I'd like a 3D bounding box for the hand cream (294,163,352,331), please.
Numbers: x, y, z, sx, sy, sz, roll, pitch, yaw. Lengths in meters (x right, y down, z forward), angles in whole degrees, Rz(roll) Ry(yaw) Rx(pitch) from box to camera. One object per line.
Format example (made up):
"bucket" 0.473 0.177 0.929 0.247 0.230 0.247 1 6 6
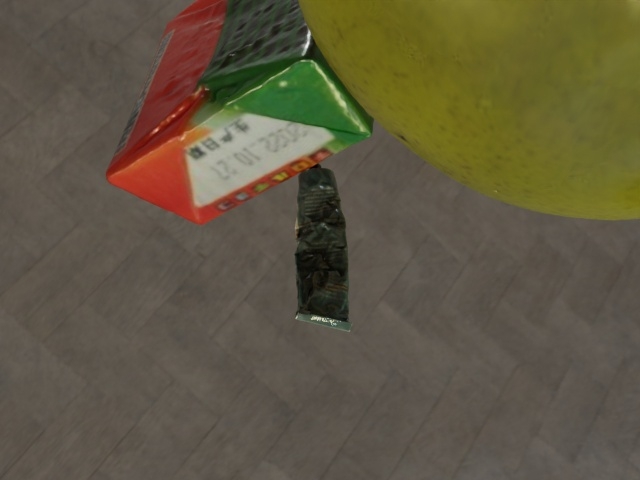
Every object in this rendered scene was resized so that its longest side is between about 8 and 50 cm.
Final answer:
"hand cream" 0.000 0.000 1.224 0.075 0.052 0.248 0 57 -5

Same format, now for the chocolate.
"chocolate" -0.080 -0.225 1.216 0.161 0.341 0.360 43 38 -31

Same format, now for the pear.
"pear" 0.129 -0.140 0.403 0.294 0.294 0.294 11 61 -21
